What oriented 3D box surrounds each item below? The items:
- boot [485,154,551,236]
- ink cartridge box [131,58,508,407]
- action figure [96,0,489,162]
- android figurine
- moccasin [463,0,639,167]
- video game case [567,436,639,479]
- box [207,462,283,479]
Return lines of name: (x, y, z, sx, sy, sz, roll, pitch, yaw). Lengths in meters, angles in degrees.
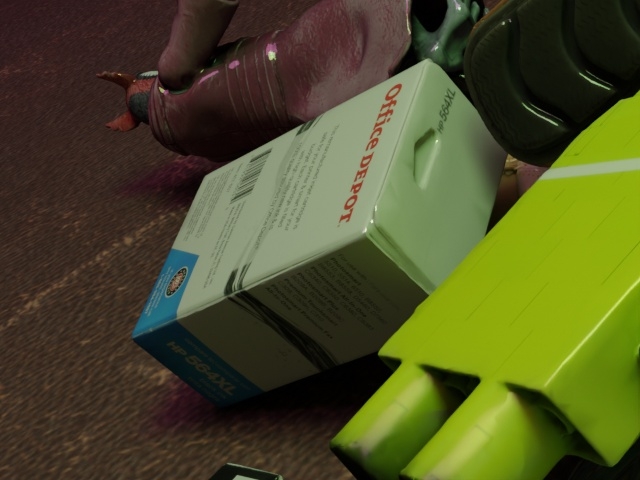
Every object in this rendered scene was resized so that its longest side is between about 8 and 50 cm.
boot: (0.149, 0.012, 0.748, 0.261, 0.095, 0.203, -5, 30, 26)
ink cartridge box: (0.000, 0.000, 0.785, 0.203, 0.086, 0.148, -23, 33, 40)
action figure: (-0.024, -0.116, 1.101, 0.370, 0.248, 0.276, -9, 53, 21)
android figurine: (0.124, 0.011, 0.554, 0.273, 0.056, 0.248, -45, 12, -15)
moccasin: (0.244, -0.152, 0.643, 0.147, 0.139, 0.380, -19, -16, -45)
video game case: (0.108, 0.121, 0.401, 0.329, 0.036, 0.300, -43, -5, -42)
box: (-0.072, 0.194, 0.501, 0.036, 0.114, 0.207, 4, 33, 43)
